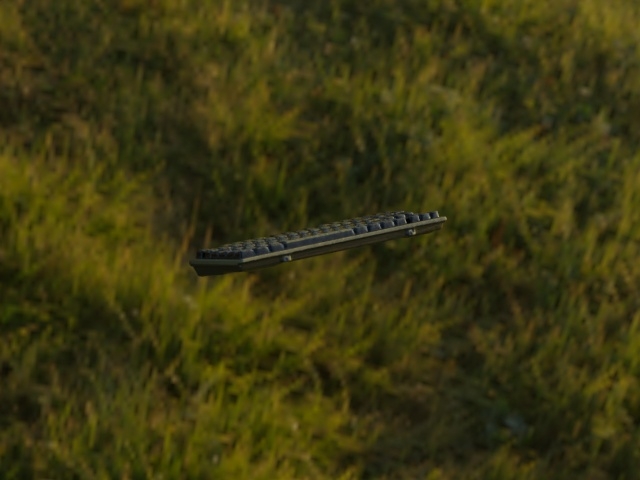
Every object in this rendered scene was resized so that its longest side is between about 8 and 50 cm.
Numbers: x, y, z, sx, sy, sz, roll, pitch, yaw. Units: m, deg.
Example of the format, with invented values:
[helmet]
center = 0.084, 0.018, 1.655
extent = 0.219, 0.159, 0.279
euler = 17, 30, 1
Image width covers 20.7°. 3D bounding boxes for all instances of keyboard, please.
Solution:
[keyboard]
center = 0.000, 0.000, 0.885
extent = 0.129, 0.015, 0.049
euler = -11, 2, -34
